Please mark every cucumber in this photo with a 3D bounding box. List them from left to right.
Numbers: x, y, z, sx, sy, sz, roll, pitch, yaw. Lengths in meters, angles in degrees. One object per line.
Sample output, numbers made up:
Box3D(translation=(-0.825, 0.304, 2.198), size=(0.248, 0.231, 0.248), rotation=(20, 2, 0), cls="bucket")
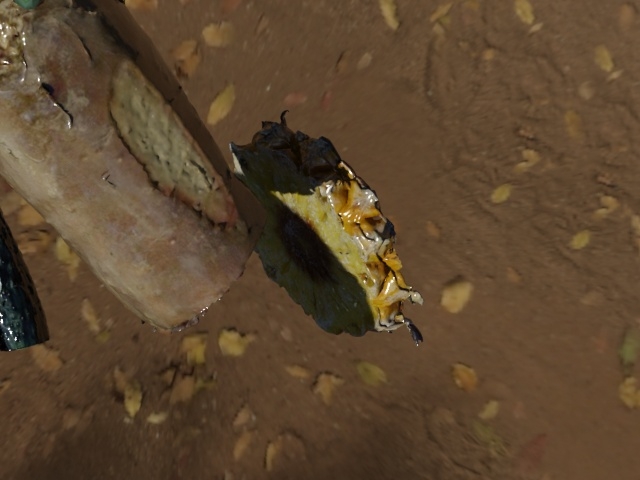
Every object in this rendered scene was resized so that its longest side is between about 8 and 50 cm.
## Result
Box3D(translation=(-0.416, 0.038, 1.498), size=(0.062, 0.078, 0.211), rotation=(-12, 97, 7), cls="cucumber")

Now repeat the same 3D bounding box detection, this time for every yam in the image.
Box3D(translation=(-0.137, -0.064, 0.696), size=(0.238, 0.129, 0.128), rotation=(52, 52, -28), cls="yam")

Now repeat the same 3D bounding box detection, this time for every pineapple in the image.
Box3D(translation=(0.000, 0.000, 0.890), size=(0.047, 0.221, 0.221), rotation=(-34, 94, -22), cls="pineapple")

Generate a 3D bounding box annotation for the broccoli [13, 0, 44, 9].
Box3D(translation=(-0.093, -0.105, 0.177), size=(0.167, 0.160, 0.154), rotation=(-44, 122, -36), cls="broccoli")
